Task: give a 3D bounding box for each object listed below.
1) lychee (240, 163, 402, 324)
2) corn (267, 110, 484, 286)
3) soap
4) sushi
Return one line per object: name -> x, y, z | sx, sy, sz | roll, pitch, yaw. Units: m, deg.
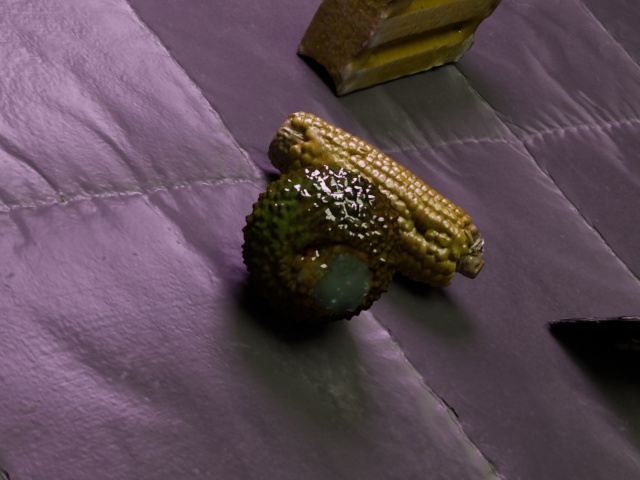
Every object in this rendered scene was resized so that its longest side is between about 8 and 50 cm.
lychee -> 0.000, 0.000, 1.533 | 0.171, 0.171, 0.171 | 26, 34, -19
corn -> 0.062, -0.040, 1.690 | 0.262, 0.097, 0.097 | 35, 32, -3
soap -> 0.120, -0.299, 1.979 | 0.091, 0.199, 0.315 | 42, 34, 18
sushi -> 0.386, 0.105, 1.784 | 0.193, 0.210, 0.040 | 0, 88, -44
